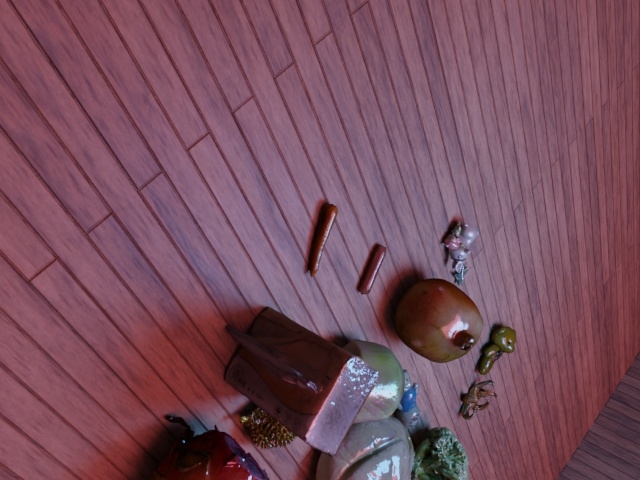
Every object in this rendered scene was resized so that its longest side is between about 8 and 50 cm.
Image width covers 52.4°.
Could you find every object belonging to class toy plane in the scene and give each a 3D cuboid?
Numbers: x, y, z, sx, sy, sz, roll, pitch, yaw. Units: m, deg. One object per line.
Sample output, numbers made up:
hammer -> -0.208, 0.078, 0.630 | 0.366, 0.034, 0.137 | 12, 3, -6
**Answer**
toy plane -> 0.454, 0.109, 2.112 | 0.080, 0.033, 0.083 | -19, 127, -41

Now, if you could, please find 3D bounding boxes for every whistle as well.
whistle -> 0.277, 0.513, 2.082 | 0.114, 0.077, 0.235 | -26, 123, -28

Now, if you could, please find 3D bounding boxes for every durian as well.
durian -> -0.120, 0.455, 1.627 | 0.208, 0.102, 0.146 | 25, 95, -45

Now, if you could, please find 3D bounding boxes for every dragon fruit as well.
dragon fruit -> -0.273, 0.567, 1.419 | 0.291, 0.250, 0.269 | -41, 130, -5

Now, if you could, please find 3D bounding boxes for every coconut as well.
coconut -> 0.107, 0.385, 1.753 | 0.236, 0.204, 0.236 | -10, 129, -13

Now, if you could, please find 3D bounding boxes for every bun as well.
bun -> 0.150, 0.692, 1.925 | 0.365, 0.219, 0.365 | -24, 123, -42

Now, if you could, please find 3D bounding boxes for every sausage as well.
sausage -> 0.142, 0.081, 1.776 | 0.030, 0.035, 0.147 | 21, 91, -16

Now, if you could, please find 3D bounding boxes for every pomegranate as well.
pomegranate -> 0.351, 0.241, 1.887 | 0.229, 0.270, 0.252 | -48, 129, -8

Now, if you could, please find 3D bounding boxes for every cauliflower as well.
cauliflower -> 0.366, 0.760, 2.193 | 0.250, 0.272, 0.275 | 11, 85, -17

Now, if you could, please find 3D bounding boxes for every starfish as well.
starfish -> 0.599, 0.590, 2.451 | 0.190, 0.074, 0.146 | -15, 120, -41

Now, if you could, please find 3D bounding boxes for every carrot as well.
carrot -> 0.000, 0.000, 1.592 | 0.037, 0.037, 0.190 | 6, 107, -47

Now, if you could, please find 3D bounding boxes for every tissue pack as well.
tissue pack -> -0.070, 0.292, 1.449 | 0.238, 0.305, 0.238 | -19, 119, -37

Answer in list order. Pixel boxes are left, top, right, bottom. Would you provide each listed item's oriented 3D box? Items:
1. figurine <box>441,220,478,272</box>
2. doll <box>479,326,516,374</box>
figurine -> 0.418, 0.015, 2.018 | 0.098, 0.081, 0.146 | 26, 94, -5
doll -> 0.664, 0.419, 2.429 | 0.137, 0.097, 0.209 | 23, 96, -54
